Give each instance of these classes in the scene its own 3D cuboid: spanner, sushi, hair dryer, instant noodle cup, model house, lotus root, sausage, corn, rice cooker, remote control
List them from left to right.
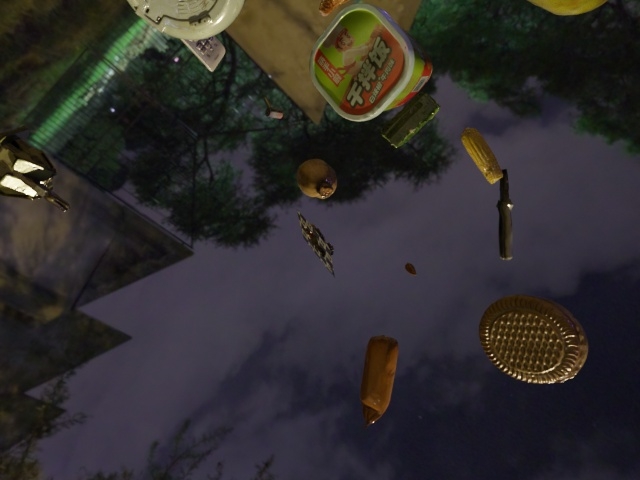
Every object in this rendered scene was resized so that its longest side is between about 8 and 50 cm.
[{"bbox_3d":[-0.922,-0.198,1.543,0.205,0.279,0.218,-46,-160,14],"label":"model house"},{"bbox_3d":[-0.470,-0.746,1.676,0.055,0.313,0.109,9,-116,44],"label":"remote control"},{"bbox_3d":[-0.272,-0.596,1.022,0.288,0.288,0.277,-32,-150,25],"label":"rice cooker"},{"bbox_3d":[-0.199,-0.537,1.901,0.037,0.063,0.114,-48,-122,39],"label":"hair dryer"},{"bbox_3d":[-0.010,-0.240,1.846,0.257,0.155,0.140,-127,-139,-60],"label":"lotus root"},{"bbox_3d":[0.000,0.000,1.620,0.040,0.192,0.210,-31,-124,-14],"label":"sushi"},{"bbox_3d":[0.194,0.488,1.633,0.112,0.112,0.328,17,-80,56],"label":"sausage"},{"bbox_3d":[0.168,-0.498,1.366,0.294,0.293,0.308,-25,-179,33],"label":"instant noodle cup"},{"bbox_3d":[0.535,-0.284,1.577,0.067,0.206,0.067,-31,179,-1],"label":"corn"},{"bbox_3d":[0.659,-0.093,1.700,0.040,0.095,0.324,-1,-90,6],"label":"spanner"}]

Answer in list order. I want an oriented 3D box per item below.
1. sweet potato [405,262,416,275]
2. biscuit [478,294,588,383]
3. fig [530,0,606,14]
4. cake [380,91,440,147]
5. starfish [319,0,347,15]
[{"bbox_3d":[0.358,0.113,1.888,0.034,0.034,0.095,-44,-154,8],"label":"sweet potato"},{"bbox_3d":[0.536,0.252,1.210,0.259,0.259,0.079,-17,-174,40],"label":"biscuit"},{"bbox_3d":[0.660,-0.777,1.258,0.343,0.343,0.343,-31,-144,26],"label":"fig"},{"bbox_3d":[0.327,-0.440,1.787,0.235,0.100,0.099,-45,176,-6],"label":"cake"},{"bbox_3d":[0.093,-0.425,0.718,0.227,0.241,0.043,-35,-105,41],"label":"starfish"}]
